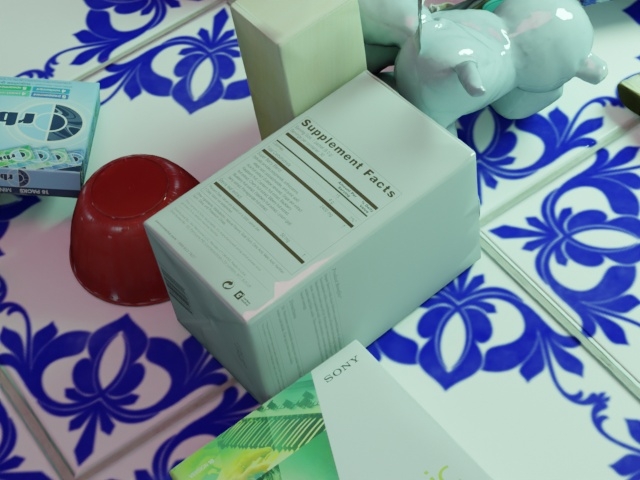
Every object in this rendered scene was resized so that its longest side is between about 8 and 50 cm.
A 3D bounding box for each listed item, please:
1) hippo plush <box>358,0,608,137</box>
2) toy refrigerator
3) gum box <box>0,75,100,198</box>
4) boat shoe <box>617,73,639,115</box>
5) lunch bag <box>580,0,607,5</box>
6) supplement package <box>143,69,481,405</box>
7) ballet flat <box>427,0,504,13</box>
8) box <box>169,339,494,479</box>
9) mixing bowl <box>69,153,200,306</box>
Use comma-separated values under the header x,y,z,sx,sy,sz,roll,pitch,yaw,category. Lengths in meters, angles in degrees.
x,y,z,sx,sy,sz,roll,pitch,yaw,category
0.166,-0.223,1.531,0.237,0.294,0.234,-24,74,-20,hippo plush
-0.013,-0.160,1.495,0.102,0.269,0.094,-35,56,-17,toy refrigerator
-0.345,-0.123,1.622,0.157,0.041,0.184,4,40,-3,gum box
0.393,-0.148,1.564,0.045,0.050,0.135,-36,56,-12,boat shoe
0.430,-0.492,1.720,0.328,0.238,0.385,-8,36,3,lunch bag
0.000,0.000,1.427,0.293,0.177,0.175,-36,55,-19,supplement package
0.181,-0.272,1.683,0.203,0.074,0.074,-23,52,-7,ballet flat
0.043,0.265,1.291,0.232,0.058,0.322,-34,54,-18,box
-0.199,-0.029,1.532,0.182,0.098,0.181,-5,51,6,mixing bowl
